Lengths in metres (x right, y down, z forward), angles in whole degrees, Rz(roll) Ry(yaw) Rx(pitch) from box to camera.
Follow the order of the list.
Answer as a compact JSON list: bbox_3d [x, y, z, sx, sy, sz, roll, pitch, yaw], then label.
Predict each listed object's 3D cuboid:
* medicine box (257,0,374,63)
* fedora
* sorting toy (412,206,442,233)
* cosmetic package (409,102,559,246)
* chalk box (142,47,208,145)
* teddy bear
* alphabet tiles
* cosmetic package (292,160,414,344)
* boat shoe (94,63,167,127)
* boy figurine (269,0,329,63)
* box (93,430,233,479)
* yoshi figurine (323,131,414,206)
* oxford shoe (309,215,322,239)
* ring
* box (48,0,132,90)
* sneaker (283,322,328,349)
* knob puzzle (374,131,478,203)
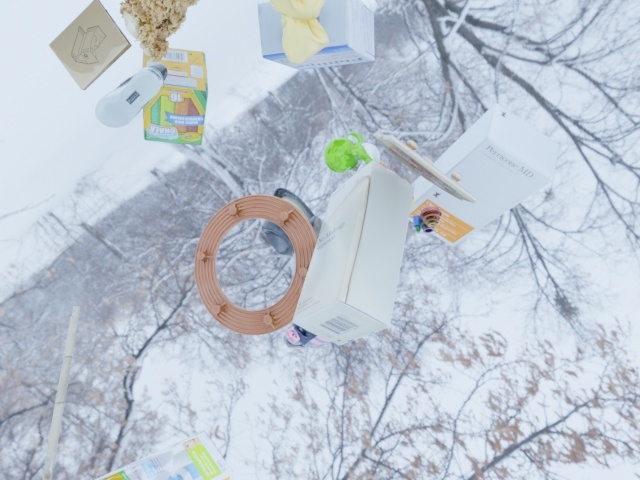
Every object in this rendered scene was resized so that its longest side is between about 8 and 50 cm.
[{"bbox_3d":[0.000,-0.606,1.366,0.264,0.149,0.289,1,-168,20],"label":"medicine box"},{"bbox_3d":[-0.129,-0.045,1.791,0.153,0.334,0.334,-35,-167,-19],"label":"fedora"},{"bbox_3d":[0.243,-0.037,1.055,0.061,0.102,0.042,-4,-115,5],"label":"sorting toy"},{"bbox_3d":[0.475,-0.180,1.451,0.161,0.230,0.453,-64,-172,-33],"label":"cosmetic package"},{"bbox_3d":[-0.450,-0.415,1.429,0.289,0.180,0.179,117,-32,-54],"label":"chalk box"},{"bbox_3d":[-0.293,-0.524,0.935,0.245,0.113,0.337,107,2,-73],"label":"teddy bear"},{"bbox_3d":[-0.360,0.269,0.629,0.342,0.011,0.285,-58,-147,38],"label":"alphabet tiles"},{"bbox_3d":[0.068,0.022,0.872,0.160,0.113,0.309,-36,-149,49],"label":"cosmetic package"},{"bbox_3d":[-0.439,-0.338,1.091,0.219,0.077,0.070,-22,-147,27],"label":"boat shoe"},{"bbox_3d":[-0.035,-0.449,0.791,0.092,0.285,0.177,-33,-139,-28],"label":"boy figurine"},{"bbox_3d":[-0.265,0.435,0.786,0.203,0.103,0.114,-12,-150,-38],"label":"box"},{"bbox_3d":[0.123,-0.195,1.424,0.204,0.203,0.362,-38,-125,15],"label":"yoshi figurine"},{"bbox_3d":[0.000,0.000,1.406,0.096,0.082,0.227,5,-147,-3],"label":"oxford shoe"},{"bbox_3d":[-0.161,0.054,1.096,0.337,0.336,0.032,-36,163,14],"label":"ring"},{"bbox_3d":[-0.658,-0.558,1.330,0.201,0.164,0.021,-36,179,12],"label":"box"},{"bbox_3d":[-0.017,0.212,1.138,0.131,0.112,0.319,-21,160,-17],"label":"sneaker"},{"bbox_3d":[0.177,-0.134,0.802,0.030,0.213,0.213,-55,-166,9],"label":"knob puzzle"}]
